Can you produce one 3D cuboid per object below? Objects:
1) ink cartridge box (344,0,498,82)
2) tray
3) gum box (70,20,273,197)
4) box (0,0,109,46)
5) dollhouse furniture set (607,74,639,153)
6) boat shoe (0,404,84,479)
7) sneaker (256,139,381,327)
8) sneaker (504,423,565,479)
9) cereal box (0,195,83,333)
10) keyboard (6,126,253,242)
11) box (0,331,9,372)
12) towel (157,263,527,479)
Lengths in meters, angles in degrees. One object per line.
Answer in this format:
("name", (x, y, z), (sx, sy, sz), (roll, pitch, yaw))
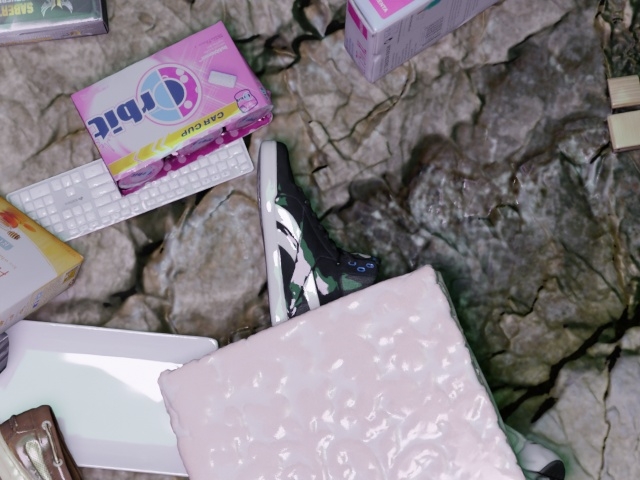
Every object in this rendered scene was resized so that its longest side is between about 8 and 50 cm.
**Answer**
("ink cartridge box", (0.166, -0.288, 1.836), (0.311, 0.186, 0.065), (-31, 81, -6))
("tray", (-0.246, 0.161, 1.840), (0.270, 0.030, 0.145), (6, 82, 0))
("gum box", (-0.151, -0.140, 1.864), (0.188, 0.062, 0.107), (-28, 76, -6))
("box", (-0.350, -0.299, 1.895), (0.231, 0.056, 0.183), (-8, 82, -2))
("dollhouse furniture set", (0.370, -0.198, 1.867), (0.161, 0.101, 0.181), (-10, 82, -2))
("boat shoe", (-0.235, 0.280, 1.775), (0.095, 0.095, 0.257), (-33, 95, -2))
("sneaker", (0.000, 0.000, 1.850), (0.121, 0.079, 0.216), (-5, 90, -5))
("sneaker", (0.121, 0.309, 1.797), (0.118, 0.110, 0.292), (37, 88, 29))
("cereal box", (-0.372, 0.028, 1.760), (0.173, 0.240, 0.047), (35, 124, 11))
("keyboard", (-0.202, -0.061, 1.882), (0.256, 0.014, 0.072), (-21, 82, -4))
("box", (-0.502, 0.103, 1.759), (0.307, 0.076, 0.242), (35, 58, 12))
("towel", (0.031, 0.226, 1.748), (0.317, 0.053, 0.331), (-23, 73, 8))
